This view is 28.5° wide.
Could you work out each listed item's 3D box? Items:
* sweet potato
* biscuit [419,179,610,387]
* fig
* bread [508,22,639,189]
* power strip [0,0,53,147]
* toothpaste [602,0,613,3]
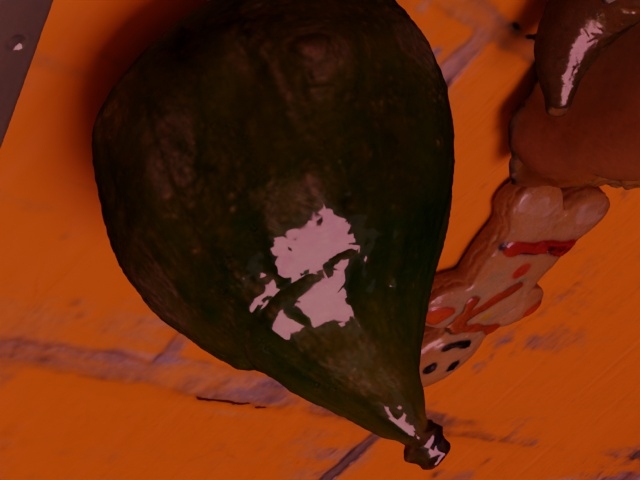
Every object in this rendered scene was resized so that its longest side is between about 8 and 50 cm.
[{"bbox_3d":[0.185,-0.184,0.728,0.069,0.059,0.249,-3,134,-26],"label":"sweet potato"},{"bbox_3d":[0.137,0.040,1.017,0.153,0.030,0.234,7,130,-45],"label":"biscuit"},{"bbox_3d":[0.000,0.000,0.633,0.203,0.235,0.203,-23,151,-13],"label":"fig"},{"bbox_3d":[0.253,-0.095,0.837,0.174,0.133,0.251,2,133,-48],"label":"bread"},{"bbox_3d":[-0.182,-0.087,0.506,0.145,0.061,0.215,-7,139,-39],"label":"power strip"},{"bbox_3d":[0.123,-0.199,0.631,0.060,0.038,0.233,-37,139,15],"label":"toothpaste"}]
